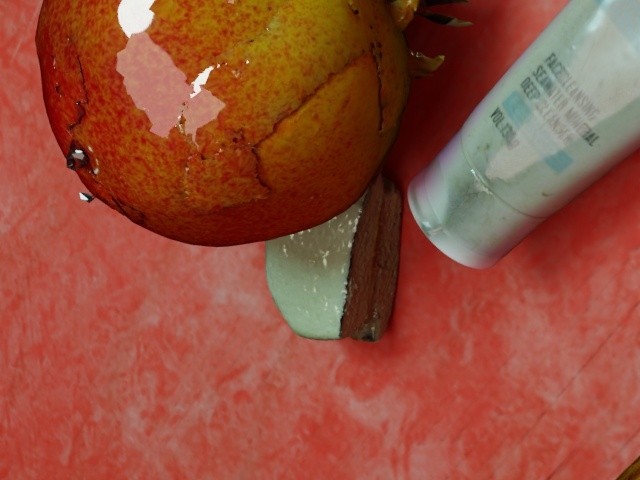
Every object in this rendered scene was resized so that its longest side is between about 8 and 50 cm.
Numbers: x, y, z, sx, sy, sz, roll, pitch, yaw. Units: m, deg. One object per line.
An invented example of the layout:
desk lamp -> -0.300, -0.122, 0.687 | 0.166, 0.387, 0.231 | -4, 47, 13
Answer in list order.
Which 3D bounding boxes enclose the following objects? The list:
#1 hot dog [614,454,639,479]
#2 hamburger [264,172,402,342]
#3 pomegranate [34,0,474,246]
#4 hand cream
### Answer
hot dog -> 0.207, 0.133, 0.871 | 0.188, 0.055, 0.072 | -50, 44, 33
hamburger -> 0.002, -0.001, 0.993 | 0.084, 0.054, 0.121 | 23, 117, 35
pomegranate -> -0.040, -0.105, 0.891 | 0.235, 0.210, 0.210 | -29, 86, 8
hand cream -> 0.165, -0.099, 0.817 | 0.111, 0.070, 0.312 | 53, 126, 14
